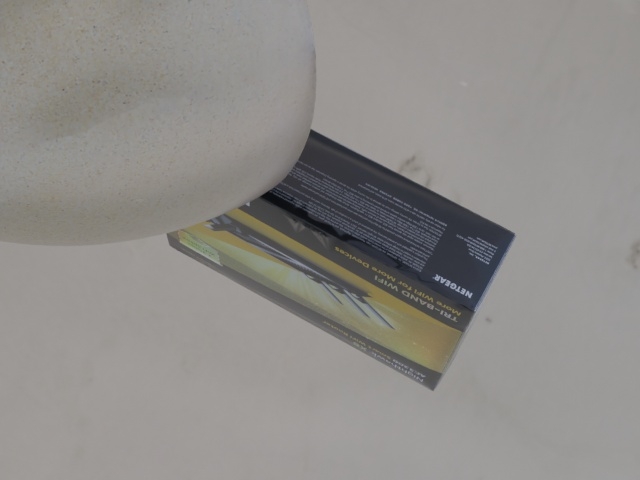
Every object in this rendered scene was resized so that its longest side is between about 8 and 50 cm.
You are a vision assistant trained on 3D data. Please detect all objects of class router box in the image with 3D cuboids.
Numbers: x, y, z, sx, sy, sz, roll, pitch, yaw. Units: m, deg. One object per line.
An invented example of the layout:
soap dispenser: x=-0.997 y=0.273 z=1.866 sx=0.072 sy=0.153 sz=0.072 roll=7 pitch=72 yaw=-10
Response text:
router box: x=0.000 y=0.000 z=0.968 sx=0.081 sy=0.309 sz=0.243 roll=-58 pitch=169 yaw=-20

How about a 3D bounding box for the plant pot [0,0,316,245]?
plant pot: x=-0.170 y=-0.107 z=0.626 sx=0.191 sy=0.284 sz=0.284 roll=-36 pitch=133 yaw=-36
